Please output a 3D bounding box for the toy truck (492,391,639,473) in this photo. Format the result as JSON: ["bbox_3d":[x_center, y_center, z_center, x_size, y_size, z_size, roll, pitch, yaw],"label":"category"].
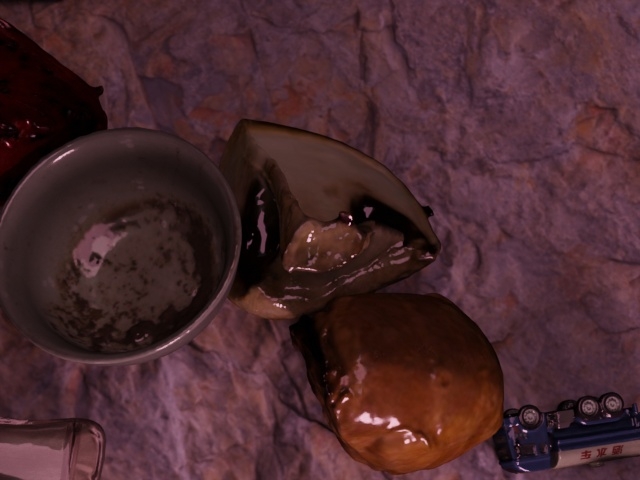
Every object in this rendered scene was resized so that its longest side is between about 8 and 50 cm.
[{"bbox_3d":[0.313,0.239,1.684,0.202,0.074,0.088,-6,81,-15],"label":"toy truck"}]

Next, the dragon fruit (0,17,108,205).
[{"bbox_3d":[-0.464,-0.166,1.655,0.286,0.228,0.329,-7,47,-47],"label":"dragon fruit"}]

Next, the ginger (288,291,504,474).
[{"bbox_3d":[0.101,0.159,1.559,0.223,0.269,0.200,-22,67,-6],"label":"ginger"}]

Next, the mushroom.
[{"bbox_3d":[0.005,0.000,1.629,0.217,0.292,0.212,17,102,-27],"label":"mushroom"}]

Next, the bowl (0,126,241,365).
[{"bbox_3d":[-0.221,0.025,1.586,0.289,0.146,0.289,-3,68,7],"label":"bowl"}]

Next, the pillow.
[{"bbox_3d":[-0.362,0.257,1.548,0.233,0.038,0.130,6,73,-9],"label":"pillow"}]
